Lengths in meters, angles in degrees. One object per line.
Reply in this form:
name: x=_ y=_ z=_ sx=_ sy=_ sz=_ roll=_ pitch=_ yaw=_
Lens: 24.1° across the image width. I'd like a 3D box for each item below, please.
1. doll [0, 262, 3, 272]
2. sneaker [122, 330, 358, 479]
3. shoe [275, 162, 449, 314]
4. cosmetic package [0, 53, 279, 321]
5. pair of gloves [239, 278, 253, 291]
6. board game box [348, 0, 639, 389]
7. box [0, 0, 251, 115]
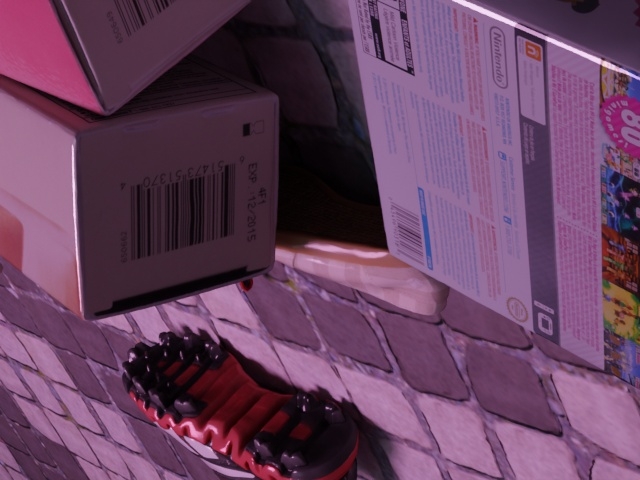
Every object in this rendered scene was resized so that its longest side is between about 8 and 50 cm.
doll: x=-0.372 y=-0.019 z=1.573 sx=0.129 sy=0.046 sz=0.189 roll=55 pitch=152 yaw=-16
sneaker: x=-0.072 y=0.175 z=1.344 sx=0.276 sy=0.097 sz=0.135 roll=22 pitch=143 yaw=37
shoe: x=0.000 y=0.000 z=1.017 sx=0.219 sy=0.076 sz=0.058 roll=18 pitch=137 yaw=41
cosmetic package: x=-0.172 y=-0.070 z=1.012 sx=0.296 sy=0.153 sz=0.129 roll=31 pitch=127 yaw=46
pair of gloves: x=-0.120 y=-0.036 z=1.207 sx=0.159 sy=0.023 sz=0.198 roll=25 pitch=146 yaw=40
board game box: x=0.163 y=-0.031 z=0.713 sx=0.303 sy=0.097 sz=0.224 roll=31 pitch=151 yaw=32
box: x=-0.172 y=-0.191 z=0.919 sx=0.232 sy=0.148 sz=0.127 roll=24 pitch=146 yaw=39
